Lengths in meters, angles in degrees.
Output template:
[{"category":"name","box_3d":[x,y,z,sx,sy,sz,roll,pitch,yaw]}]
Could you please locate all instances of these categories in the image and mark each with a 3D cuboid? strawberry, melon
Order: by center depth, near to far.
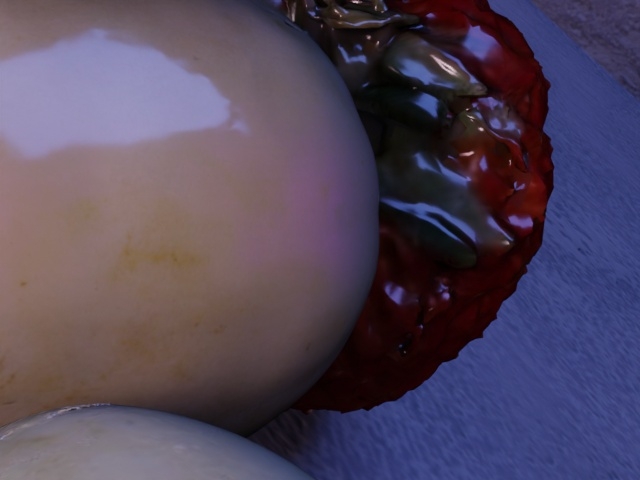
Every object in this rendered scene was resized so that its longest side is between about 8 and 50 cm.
[{"category":"melon","box_3d":[-0.120,-0.009,0.668,0.317,0.223,0.223,-3,44,-32]},{"category":"strawberry","box_3d":[-0.003,-0.056,0.968,0.312,0.267,0.351,65,8,9]}]

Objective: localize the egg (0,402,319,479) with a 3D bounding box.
[{"category":"egg","box_3d":[-0.042,0.163,0.532,0.253,0.186,0.186,45,20,16]}]
